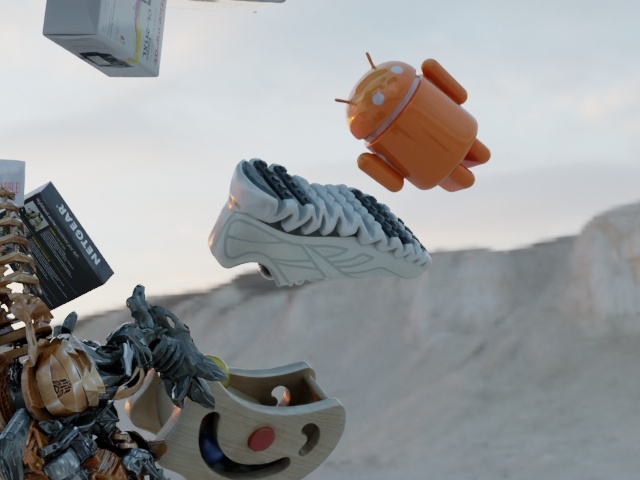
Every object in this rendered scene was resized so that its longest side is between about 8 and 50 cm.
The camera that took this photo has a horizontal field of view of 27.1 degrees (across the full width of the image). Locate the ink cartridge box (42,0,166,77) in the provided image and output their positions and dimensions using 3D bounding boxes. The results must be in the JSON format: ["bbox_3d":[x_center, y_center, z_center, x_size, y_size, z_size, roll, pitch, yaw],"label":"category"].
[{"bbox_3d":[-0.247,-0.274,1.554,0.072,0.127,0.175,2,-8,17],"label":"ink cartridge box"}]

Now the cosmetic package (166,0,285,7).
[{"bbox_3d":[-0.137,-0.572,1.949,0.161,0.453,0.230,1,6,-14],"label":"cosmetic package"}]

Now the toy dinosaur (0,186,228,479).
[{"bbox_3d":[-0.191,0.121,1.043,0.164,0.322,0.218,4,7,20],"label":"toy dinosaur"}]

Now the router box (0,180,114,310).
[{"bbox_3d":[-0.426,0.013,2.072,0.133,0.179,0.046,-24,18,26],"label":"router box"}]

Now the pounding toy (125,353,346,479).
[{"bbox_3d":[-0.050,0.199,1.287,0.154,0.155,0.269,-44,-45,1],"label":"pounding toy"}]

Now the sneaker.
[{"bbox_3d":[0.000,0.000,1.478,0.292,0.110,0.118,17,-66,-38],"label":"sneaker"}]

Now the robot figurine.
[{"bbox_3d":[0.123,-0.153,1.792,0.158,0.219,0.128,-47,13,23],"label":"robot figurine"}]

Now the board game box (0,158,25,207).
[{"bbox_3d":[-0.558,-0.073,1.577,0.318,0.066,0.318,2,3,9],"label":"board game box"}]
